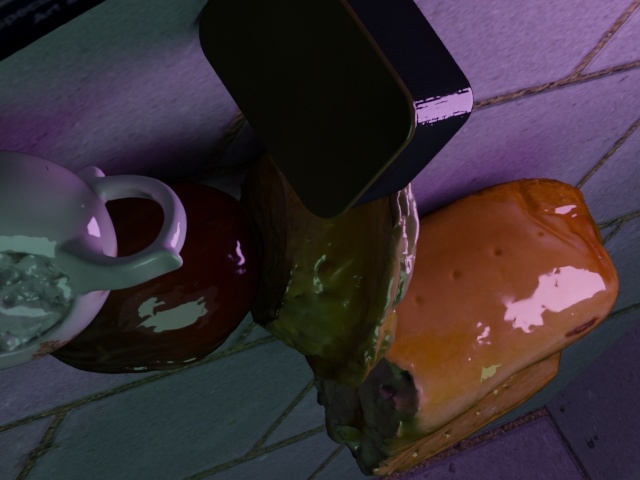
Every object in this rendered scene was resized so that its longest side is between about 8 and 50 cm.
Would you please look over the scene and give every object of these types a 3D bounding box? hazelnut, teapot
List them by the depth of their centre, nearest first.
[{"bbox_3d":[-0.248,0.021,1.264,0.298,0.139,0.204,-28,135,5],"label":"teapot"},{"bbox_3d":[-0.156,0.042,1.450,0.181,0.181,0.212,22,156,-9],"label":"hazelnut"}]

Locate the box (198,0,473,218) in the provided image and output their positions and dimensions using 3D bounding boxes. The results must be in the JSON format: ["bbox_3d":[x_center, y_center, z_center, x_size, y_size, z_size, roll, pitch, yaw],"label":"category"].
[{"bbox_3d":[0.014,-0.133,1.233,0.090,0.201,0.144,-18,157,-44],"label":"box"}]

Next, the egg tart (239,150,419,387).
[{"bbox_3d":[0.000,0.000,1.500,0.118,0.288,0.288,3,149,-21],"label":"egg tart"}]

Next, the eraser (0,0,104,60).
[{"bbox_3d":[-0.198,-0.181,0.934,0.332,0.101,0.155,-31,161,-1],"label":"eraser"}]

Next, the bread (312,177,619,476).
[{"bbox_3d":[0.168,0.085,1.974,0.394,0.250,0.361,-29,164,-17],"label":"bread"}]
